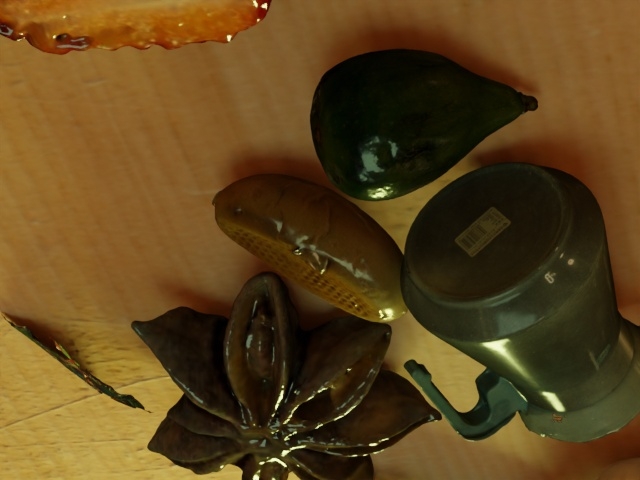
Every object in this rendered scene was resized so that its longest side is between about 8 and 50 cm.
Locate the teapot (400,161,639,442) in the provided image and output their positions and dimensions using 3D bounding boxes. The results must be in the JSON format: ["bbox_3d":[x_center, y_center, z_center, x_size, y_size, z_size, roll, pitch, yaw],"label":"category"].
[{"bbox_3d":[0.168,0.067,1.210,0.203,0.171,0.225,-37,130,2],"label":"teapot"}]

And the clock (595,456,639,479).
[{"bbox_3d":[0.375,0.392,1.403,0.377,0.368,0.250,0,165,-12],"label":"clock"}]

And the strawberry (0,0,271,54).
[{"bbox_3d":[-0.143,-0.219,1.035,0.237,0.111,0.190,-10,153,28],"label":"strawberry"}]

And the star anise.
[{"bbox_3d":[-0.053,0.152,1.389,0.315,0.108,0.315,7,138,7],"label":"star anise"}]

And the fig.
[{"bbox_3d":[0.080,-0.100,1.114,0.178,0.117,0.117,-17,133,-4],"label":"fig"}]

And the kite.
[{"bbox_3d":[-0.234,0.124,1.425,0.190,0.010,0.159,30,165,15],"label":"kite"}]

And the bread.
[{"bbox_3d":[0.000,0.000,1.237,0.189,0.077,0.114,34,166,-4],"label":"bread"}]
